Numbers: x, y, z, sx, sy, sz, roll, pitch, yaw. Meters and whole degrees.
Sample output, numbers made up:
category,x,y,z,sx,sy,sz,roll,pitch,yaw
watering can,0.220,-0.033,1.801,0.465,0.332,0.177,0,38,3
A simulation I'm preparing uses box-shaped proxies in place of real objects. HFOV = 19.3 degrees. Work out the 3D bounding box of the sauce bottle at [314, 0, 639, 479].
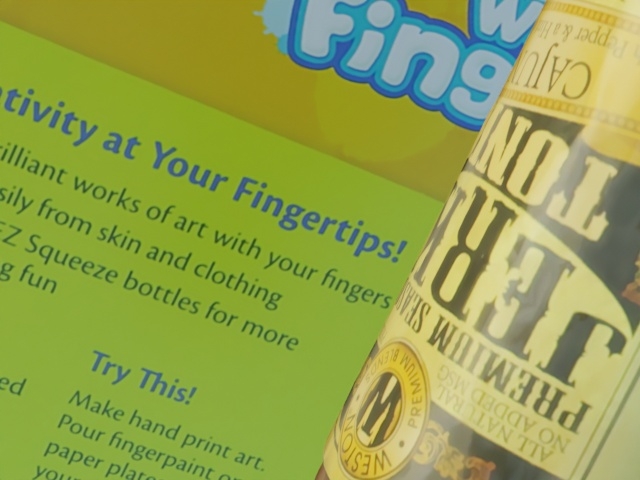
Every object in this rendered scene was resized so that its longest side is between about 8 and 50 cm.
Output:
category,x,y,z,sx,sy,sz,roll,pitch,yaw
sauce bottle,0.067,0.043,0.487,0.111,0.111,0.344,25,98,-5

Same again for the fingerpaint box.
category,x,y,z,sx,sy,sz,roll,pitch,yaw
fingerpaint box,0.000,0.000,0.745,0.445,0.163,0.371,21,110,-17
